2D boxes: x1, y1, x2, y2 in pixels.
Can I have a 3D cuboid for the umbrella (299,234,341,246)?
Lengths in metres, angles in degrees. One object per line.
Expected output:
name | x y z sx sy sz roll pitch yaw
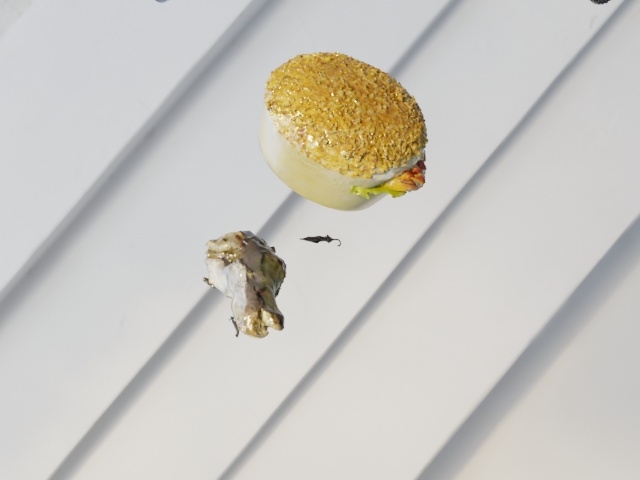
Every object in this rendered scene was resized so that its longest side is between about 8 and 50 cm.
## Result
umbrella | 0.000 -0.003 1.495 0.122 0.013 0.022 8 -115 -45

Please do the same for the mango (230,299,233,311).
mango | -0.172 0.131 1.784 0.077 0.127 0.063 10 145 34

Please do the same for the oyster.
oyster | -0.170 0.098 1.677 0.337 0.197 0.133 -102 13 -44

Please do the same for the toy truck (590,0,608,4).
toy truck | 0.540 -0.604 1.602 0.285 0.111 0.136 14 -160 -19

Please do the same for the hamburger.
hamburger | 0.041 -0.186 1.182 0.294 0.179 0.276 23 -137 -14

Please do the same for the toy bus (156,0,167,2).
toy bus | -0.340 -0.602 1.367 0.125 0.133 0.292 -12 124 49
